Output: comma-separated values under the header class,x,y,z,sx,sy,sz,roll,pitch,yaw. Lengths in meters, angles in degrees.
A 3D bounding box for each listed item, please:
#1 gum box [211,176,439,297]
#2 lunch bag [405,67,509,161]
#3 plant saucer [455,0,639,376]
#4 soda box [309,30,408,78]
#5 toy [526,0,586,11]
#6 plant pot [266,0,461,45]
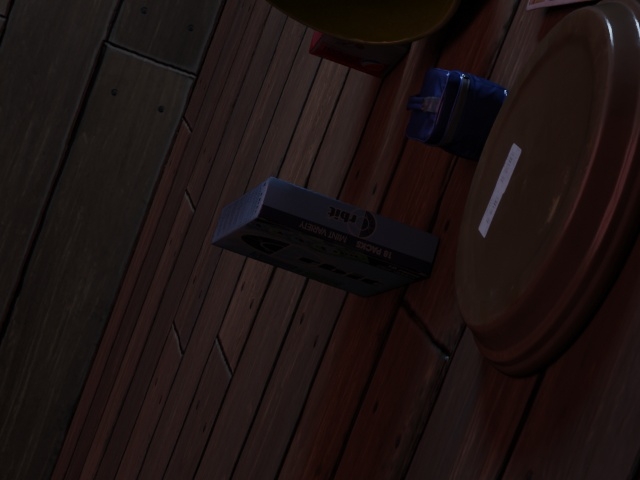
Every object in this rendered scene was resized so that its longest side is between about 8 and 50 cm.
class,x,y,z,sx,sy,sz,roll,pitch,yaw
gum box,0.000,0.000,1.536,0.184,0.157,0.041,156,133,-74
lunch bag,0.108,-0.107,1.447,0.098,0.065,0.067,-152,82,-77
plant saucer,0.159,-0.043,1.201,0.278,0.041,0.278,-162,90,-78
soda box,0.066,-0.314,1.870,0.083,0.092,0.263,134,152,-65
toy,0.199,-0.247,1.293,0.237,0.056,0.137,-166,93,-77
plant pot,0.071,-0.385,1.667,0.293,0.275,0.275,-59,5,-30
